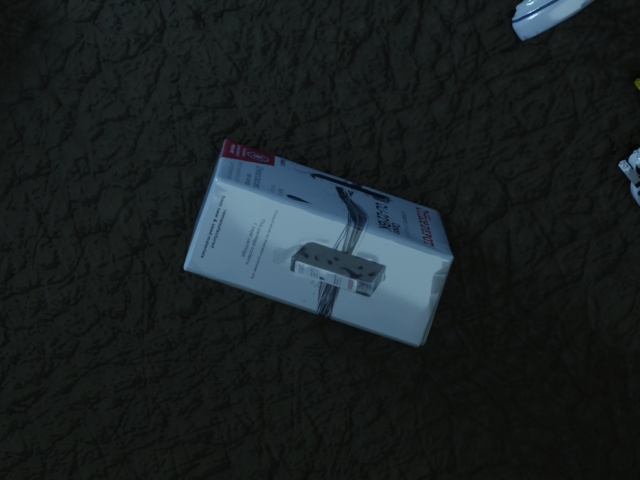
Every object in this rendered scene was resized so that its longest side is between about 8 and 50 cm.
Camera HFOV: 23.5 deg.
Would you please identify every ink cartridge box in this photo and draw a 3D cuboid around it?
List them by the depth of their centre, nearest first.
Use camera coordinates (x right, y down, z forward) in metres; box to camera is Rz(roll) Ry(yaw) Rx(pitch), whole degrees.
[{"bbox_3d":[0.000,0.000,1.704,0.272,0.197,0.114,19,105,-6],"label":"ink cartridge box"}]

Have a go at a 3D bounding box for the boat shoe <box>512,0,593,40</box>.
[{"bbox_3d":[0.304,-0.327,1.667,0.267,0.096,0.088,-38,99,9],"label":"boat shoe"}]

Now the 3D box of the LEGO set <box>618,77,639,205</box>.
[{"bbox_3d":[0.411,-0.155,1.717,0.227,0.087,0.093,-39,118,10],"label":"LEGO set"}]
